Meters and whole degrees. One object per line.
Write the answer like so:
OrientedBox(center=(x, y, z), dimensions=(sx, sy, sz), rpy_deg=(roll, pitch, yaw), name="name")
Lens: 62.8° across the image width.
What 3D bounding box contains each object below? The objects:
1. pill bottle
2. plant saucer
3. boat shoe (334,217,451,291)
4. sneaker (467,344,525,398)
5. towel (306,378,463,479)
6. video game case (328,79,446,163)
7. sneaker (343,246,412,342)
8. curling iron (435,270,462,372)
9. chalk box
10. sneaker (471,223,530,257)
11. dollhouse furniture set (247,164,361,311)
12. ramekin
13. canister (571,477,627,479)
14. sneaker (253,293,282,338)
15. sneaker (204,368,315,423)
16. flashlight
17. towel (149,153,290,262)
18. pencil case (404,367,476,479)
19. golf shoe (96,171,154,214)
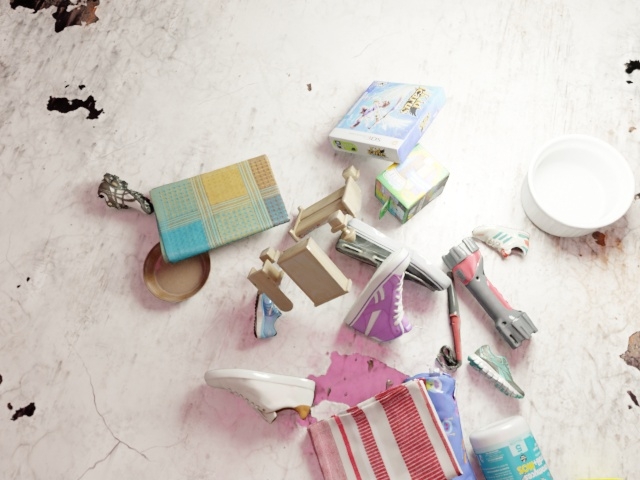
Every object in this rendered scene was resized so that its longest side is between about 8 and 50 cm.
OrientedBox(center=(0.468, 0.563, 1.231), dimensions=(0.146, 0.146, 0.264), rpy_deg=(-20, 72, -3), name="pill bottle")
OrientedBox(center=(-0.406, 0.082, 1.501), dimensions=(0.198, 0.036, 0.199), rpy_deg=(-1, 71, 3), name="plant saucer")
OrientedBox(center=(0.191, 0.065, 1.442), dimensions=(0.335, 0.121, 0.119), rpy_deg=(30, 83, 24), name="boat shoe")
OrientedBox(center=(0.466, 0.335, 1.353), dimensions=(0.166, 0.065, 0.076), rpy_deg=(42, 75, 13), name="sneaker")
OrientedBox(center=(0.141, 0.504, 1.260), dimensions=(0.329, 0.037, 0.237), rpy_deg=(-29, 67, 16), name="towel")
OrientedBox(center=(0.195, -0.355, 1.529), dimensions=(0.244, 0.061, 0.269), rpy_deg=(20, 62, 35), name="video game case")
OrientedBox(center=(0.191, 0.151, 1.352), dimensions=(0.161, 0.282, 0.102), rpy_deg=(34, 36, 6), name="sneaker")
OrientedBox(center=(0.349, 0.215, 1.412), dimensions=(0.068, 0.035, 0.274), rpy_deg=(5, 72, 5), name="curling iron")
OrientedBox(center=(0.238, -0.144, 1.489), dimensions=(0.213, 0.132, 0.132), rpy_deg=(-38, 74, -10), name="chalk box")
OrientedBox(center=(0.503, 0.005, 1.462), dimensions=(0.161, 0.057, 0.075), rpy_deg=(10, 67, 4), name="sneaker")
OrientedBox(center=(0.000, 0.000, 1.469), dimensions=(0.303, 0.174, 0.356), rpy_deg=(-27, 25, 29), name="dollhouse furniture set")
OrientedBox(center=(0.700, -0.142, 1.459), dimensions=(0.277, 0.135, 0.277), rpy_deg=(-1, 71, 3), name="ramekin")
OrientedBox(center=(0.669, 0.654, 1.227), dimensions=(0.126, 0.073, 0.170), rpy_deg=(-3, 73, 3), name="canister")
OrientedBox(center=(-0.143, 0.191, 1.447), dimensions=(0.073, 0.063, 0.162), rpy_deg=(6, 74, -14), name="sneaker")
OrientedBox(center=(-0.165, 0.400, 1.343), dimensions=(0.290, 0.106, 0.123), rpy_deg=(7, 70, 4), name="sneaker")
OrientedBox(center=(0.456, 0.135, 1.406), dimensions=(0.103, 0.103, 0.304), rpy_deg=(-42, 76, 17), name="flashlight")
OrientedBox(center=(-0.297, -0.098, 1.527), dimensions=(0.370, 0.040, 0.272), rpy_deg=(-18, 59, -5), name="towel")
OrientedBox(center=(0.294, 0.472, 1.284), dimensions=(0.133, 0.119, 0.306), rpy_deg=(-14, 71, 18), name="pencil case")
OrientedBox(center=(-0.585, -0.118, 1.568), dimensions=(0.198, 0.077, 0.094), rpy_deg=(34, 91, 18), name="golf shoe")
